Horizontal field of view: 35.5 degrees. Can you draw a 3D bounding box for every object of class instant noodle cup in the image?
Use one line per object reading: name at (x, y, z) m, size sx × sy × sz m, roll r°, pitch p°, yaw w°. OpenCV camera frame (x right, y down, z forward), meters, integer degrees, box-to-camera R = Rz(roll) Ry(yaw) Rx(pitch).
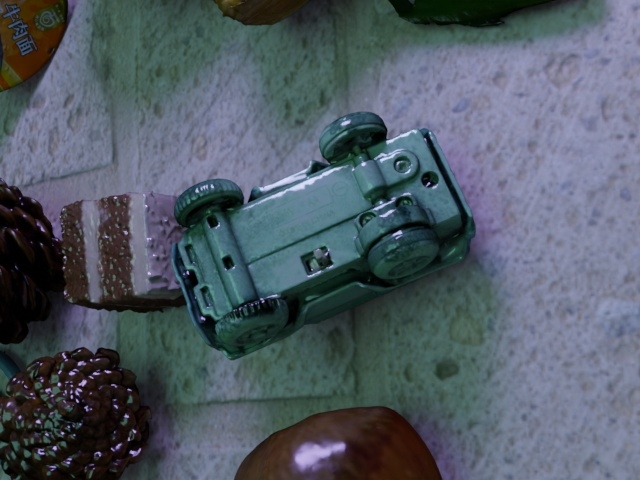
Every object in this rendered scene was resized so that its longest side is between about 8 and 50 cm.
instant noodle cup at (-0.481, -0.334, 1.334) m, size 0.182 × 0.230 × 0.230 m, roll 42°, pitch 107°, yaw 40°

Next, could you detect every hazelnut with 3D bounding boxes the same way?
hazelnut at (0.014, 0.260, 0.928) m, size 0.210 × 0.186 × 0.210 m, roll -10°, pitch 65°, yaw 21°

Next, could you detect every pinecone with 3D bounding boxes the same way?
pinecone at (-0.434, 0.040, 1.235) m, size 0.224 × 0.272 × 0.224 m, roll 12°, pitch 121°, yaw 21°
pinecone at (-0.289, 0.217, 1.159) m, size 0.195 × 0.150 × 0.179 m, roll -21°, pitch 73°, yaw 31°

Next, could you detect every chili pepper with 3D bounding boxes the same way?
chili pepper at (0.160, -0.266, 0.971) m, size 0.216 × 0.062 × 0.108 m, roll 9°, pitch 89°, yaw 33°

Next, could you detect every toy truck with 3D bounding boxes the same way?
toy truck at (0.000, 0.000, 0.950) m, size 0.278 × 0.156 × 0.155 m, roll -24°, pitch 69°, yaw 3°

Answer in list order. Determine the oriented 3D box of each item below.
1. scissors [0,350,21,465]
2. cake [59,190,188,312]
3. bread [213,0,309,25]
scissors at (-0.516, 0.145, 1.381) m, size 0.180 × 0.032 × 0.393 m, roll -43°, pitch 66°, yaw 20°
cake at (-0.200, 0.011, 1.134) m, size 0.147 × 0.135 × 0.135 m, roll -17°, pitch 75°, yaw 36°
bread at (0.005, -0.345, 1.028) m, size 0.294 × 0.167 × 0.132 m, roll -31°, pitch 91°, yaw 26°
